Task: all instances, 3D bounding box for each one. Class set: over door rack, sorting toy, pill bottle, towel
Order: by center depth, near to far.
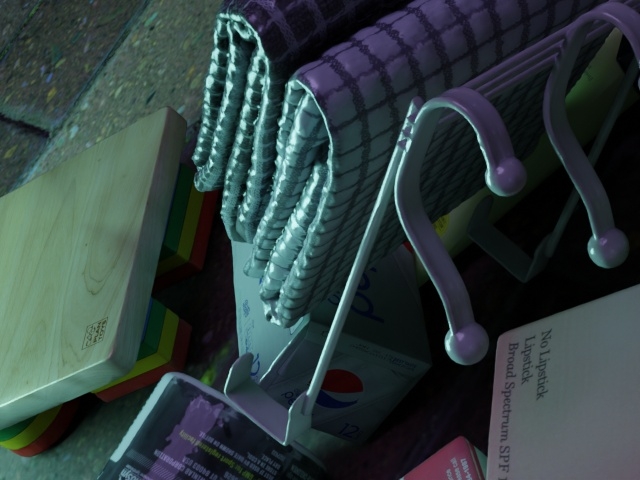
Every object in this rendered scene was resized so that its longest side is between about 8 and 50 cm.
[{"bbox_3d":[0.108,-0.008,0.900,0.239,0.108,0.324,-31,-15,-33],"label":"over door rack"},{"bbox_3d":[0.048,-0.096,0.943,0.235,0.121,0.284,-34,-13,-20],"label":"towel"},{"bbox_3d":[-0.110,0.218,1.069,0.130,0.130,0.246,17,71,55],"label":"pill bottle"},{"bbox_3d":[-0.205,0.052,1.381,0.255,0.089,0.257,-25,42,34],"label":"sorting toy"}]

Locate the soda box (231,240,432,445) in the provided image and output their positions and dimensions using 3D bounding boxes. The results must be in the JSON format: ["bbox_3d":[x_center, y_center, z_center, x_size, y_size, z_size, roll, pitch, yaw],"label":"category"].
[{"bbox_3d":[0.000,0.000,1.164,0.091,0.098,0.286,-53,27,33],"label":"soda box"}]

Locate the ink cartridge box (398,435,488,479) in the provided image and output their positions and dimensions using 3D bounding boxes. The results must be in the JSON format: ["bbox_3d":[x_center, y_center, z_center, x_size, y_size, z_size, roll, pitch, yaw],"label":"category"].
[{"bbox_3d":[0.036,0.239,0.912,0.218,0.092,0.158,-37,36,17],"label":"ink cartridge box"}]

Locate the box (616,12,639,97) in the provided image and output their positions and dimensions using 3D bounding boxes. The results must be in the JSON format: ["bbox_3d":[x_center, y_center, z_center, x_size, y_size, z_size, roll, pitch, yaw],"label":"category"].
[{"bbox_3d":[0.293,-0.175,0.983,0.232,0.059,0.183,-33,13,26],"label":"box"}]

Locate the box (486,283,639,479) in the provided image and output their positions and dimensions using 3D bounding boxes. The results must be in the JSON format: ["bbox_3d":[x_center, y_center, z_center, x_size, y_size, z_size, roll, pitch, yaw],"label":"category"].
[{"bbox_3d":[0.209,0.100,0.810,0.232,0.127,0.149,-24,41,35],"label":"box"}]

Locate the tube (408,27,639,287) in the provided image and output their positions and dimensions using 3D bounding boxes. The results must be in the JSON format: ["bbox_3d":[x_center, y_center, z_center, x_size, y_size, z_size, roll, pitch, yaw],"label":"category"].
[{"bbox_3d":[0.131,-0.061,1.125,0.240,0.062,0.070,-43,-10,25],"label":"tube"}]
